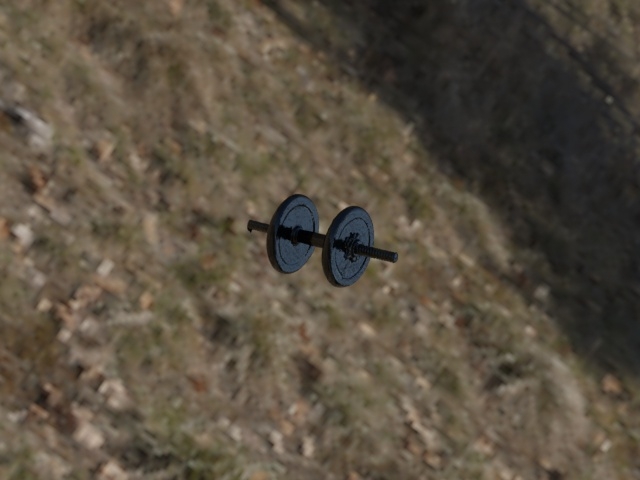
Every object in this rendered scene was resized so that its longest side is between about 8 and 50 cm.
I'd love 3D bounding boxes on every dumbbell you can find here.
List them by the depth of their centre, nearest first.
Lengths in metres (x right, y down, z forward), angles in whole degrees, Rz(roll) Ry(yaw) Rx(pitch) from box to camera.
[{"bbox_3d":[0.000,0.000,1.278,0.147,0.069,0.069,13,-5,32],"label":"dumbbell"}]
